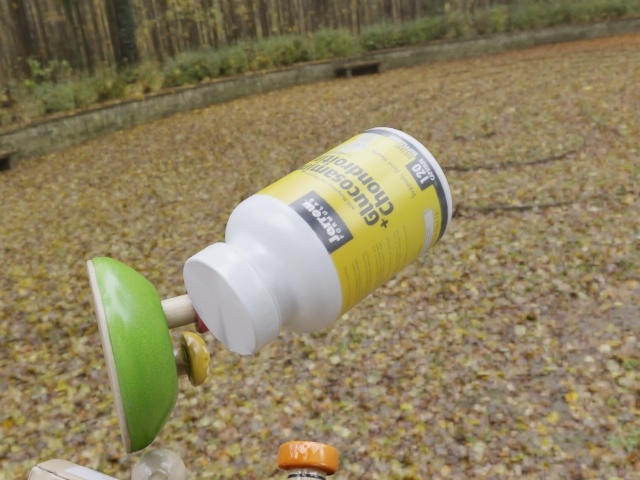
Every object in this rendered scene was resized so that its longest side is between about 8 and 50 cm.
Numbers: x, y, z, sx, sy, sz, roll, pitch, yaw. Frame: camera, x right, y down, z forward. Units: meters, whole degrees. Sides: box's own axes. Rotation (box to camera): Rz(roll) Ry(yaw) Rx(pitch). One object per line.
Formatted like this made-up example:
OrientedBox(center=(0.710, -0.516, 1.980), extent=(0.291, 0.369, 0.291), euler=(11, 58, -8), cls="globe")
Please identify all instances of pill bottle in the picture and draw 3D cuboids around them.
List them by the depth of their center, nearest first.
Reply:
OrientedBox(center=(0.000, 0.000, 0.502), extent=(0.184, 0.103, 0.103), euler=(-34, 29, -32), cls="pill bottle")

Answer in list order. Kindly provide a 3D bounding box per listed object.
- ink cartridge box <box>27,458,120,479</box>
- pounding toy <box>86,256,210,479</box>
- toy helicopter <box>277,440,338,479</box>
OrientedBox(center=(-0.203, 0.351, 0.712), extent=(0.234, 0.193, 0.088), euler=(20, -12, 2), cls="ink cartridge box")
OrientedBox(center=(-0.142, 0.122, 0.671), extent=(0.110, 0.237, 0.183), euler=(-12, -13, -19), cls="pounding toy")
OrientedBox(center=(-0.103, 0.394, 1.040), extent=(0.355, 0.235, 0.140), euler=(-8, 59, 20), cls="toy helicopter")
